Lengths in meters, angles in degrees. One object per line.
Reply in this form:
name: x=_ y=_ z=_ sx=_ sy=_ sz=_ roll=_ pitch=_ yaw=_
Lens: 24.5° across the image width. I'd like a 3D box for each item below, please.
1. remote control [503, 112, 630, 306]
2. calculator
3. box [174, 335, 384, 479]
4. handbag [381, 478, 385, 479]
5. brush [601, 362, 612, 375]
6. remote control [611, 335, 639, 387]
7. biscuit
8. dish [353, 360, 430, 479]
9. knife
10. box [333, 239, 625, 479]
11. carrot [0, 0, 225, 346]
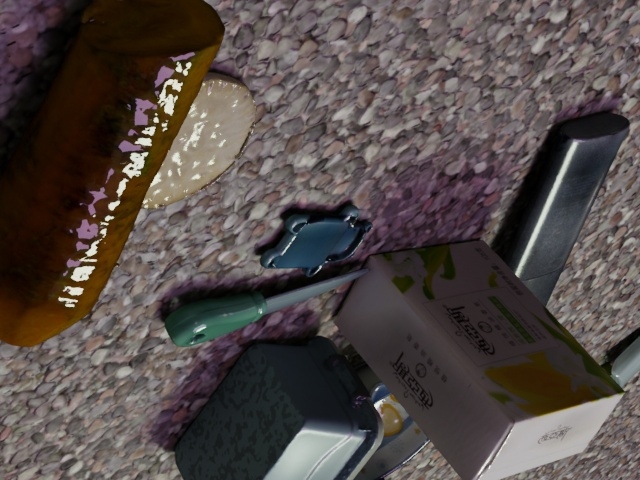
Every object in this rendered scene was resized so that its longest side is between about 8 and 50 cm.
remote control: x=0.260 y=0.014 z=1.753 sx=0.107 sy=0.044 sz=0.377 roll=-12 pitch=137 yaw=-32
calculator: x=0.000 y=0.000 z=1.490 sx=0.141 sy=0.019 sz=0.094 roll=0 pitch=133 yaw=-51
box: x=-0.048 y=0.223 z=1.610 sx=0.130 sy=0.162 sz=0.227 roll=12 pitch=123 yaw=-41
handbag: x=0.009 y=0.374 z=1.864 sx=0.235 sy=0.213 sz=0.127 roll=-40 pitch=109 yaw=-4
brush: x=0.413 y=0.210 z=2.245 sx=0.083 sy=0.018 sz=0.021 roll=-18 pitch=154 yaw=-36
remote control: x=0.502 y=0.159 z=2.249 sx=0.162 sy=0.029 sz=0.061 roll=-42 pitch=152 yaw=-10
biscuit: x=-0.117 y=-0.082 z=1.242 sx=0.152 sy=0.020 sz=0.152 roll=-28 pitch=148 yaw=-19
dish: x=0.053 y=0.200 z=1.758 sx=0.236 sy=0.086 sz=0.228 roll=-36 pitch=149 yaw=-5
knife: x=-0.052 y=0.067 z=1.510 sx=0.260 sy=0.034 sz=0.063 roll=-12 pitch=157 yaw=-43
box: x=0.171 y=0.128 z=1.613 sx=0.194 sy=0.260 sz=0.111 roll=-9 pitch=140 yaw=-43
carrot: x=-0.179 y=-0.053 z=1.119 sx=0.114 sy=0.114 sz=0.301 roll=-3 pitch=132 yaw=-47
